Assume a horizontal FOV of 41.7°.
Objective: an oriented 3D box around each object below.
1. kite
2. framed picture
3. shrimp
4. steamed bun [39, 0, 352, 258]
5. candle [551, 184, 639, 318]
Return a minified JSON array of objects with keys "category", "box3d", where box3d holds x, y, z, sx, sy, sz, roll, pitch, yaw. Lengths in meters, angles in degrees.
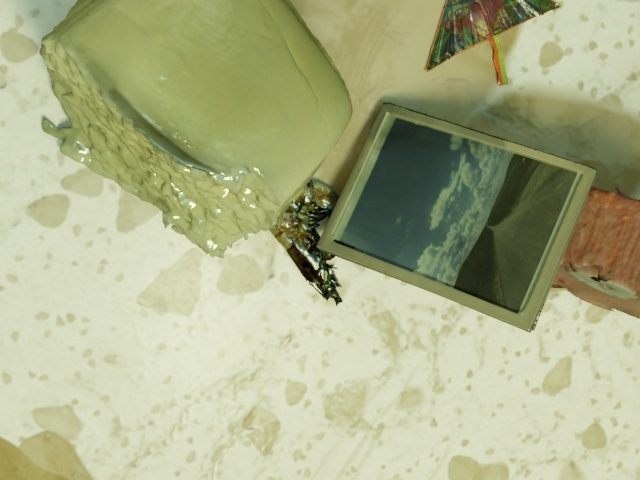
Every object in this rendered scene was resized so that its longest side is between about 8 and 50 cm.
[{"category":"kite","box3d":[0.196,-0.259,0.989,0.190,0.010,0.159,-28,106,-8]},{"category":"framed picture","box3d":[0.143,-0.032,0.909,0.260,0.023,0.189,22,83,26]},{"category":"shrimp","box3d":[0.000,0.000,0.971,0.091,0.034,0.161,-31,106,-8]},{"category":"steamed bun","box3d":[-0.107,-0.133,0.798,0.273,0.272,0.290,-47,112,-3]},{"category":"candle","box3d":[0.347,0.009,0.942,0.317,0.287,0.131,21,89,-15]}]
